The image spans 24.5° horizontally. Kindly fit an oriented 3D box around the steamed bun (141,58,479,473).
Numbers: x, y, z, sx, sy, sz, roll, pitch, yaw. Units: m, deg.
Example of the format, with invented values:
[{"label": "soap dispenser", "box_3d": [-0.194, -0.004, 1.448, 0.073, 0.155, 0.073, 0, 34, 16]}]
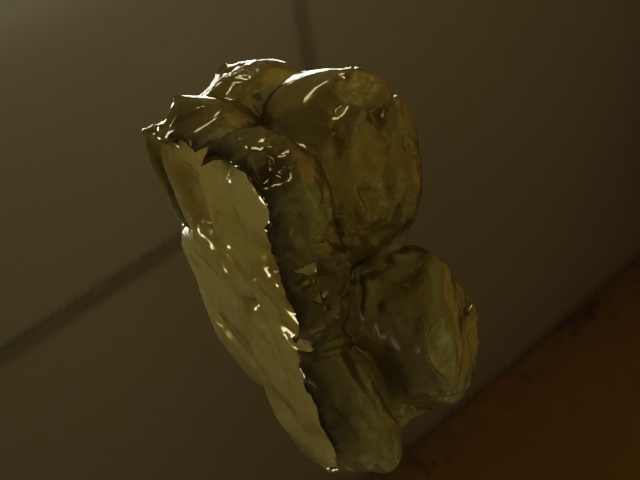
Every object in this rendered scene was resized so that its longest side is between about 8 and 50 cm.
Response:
[{"label": "steamed bun", "box_3d": [0.000, 0.000, 0.692, 0.106, 0.192, 0.177, -27, -63, -18]}]
